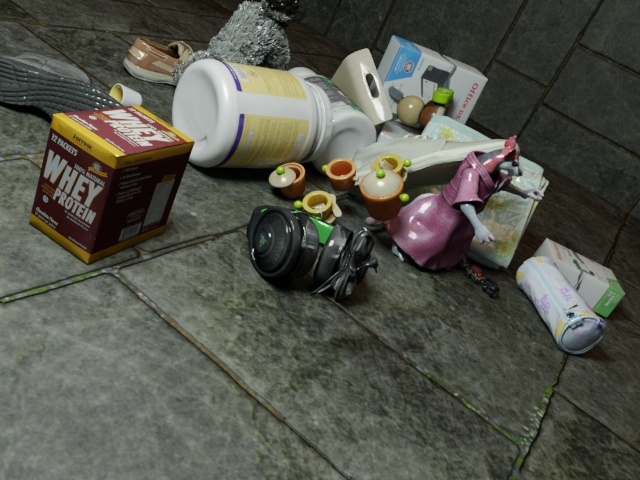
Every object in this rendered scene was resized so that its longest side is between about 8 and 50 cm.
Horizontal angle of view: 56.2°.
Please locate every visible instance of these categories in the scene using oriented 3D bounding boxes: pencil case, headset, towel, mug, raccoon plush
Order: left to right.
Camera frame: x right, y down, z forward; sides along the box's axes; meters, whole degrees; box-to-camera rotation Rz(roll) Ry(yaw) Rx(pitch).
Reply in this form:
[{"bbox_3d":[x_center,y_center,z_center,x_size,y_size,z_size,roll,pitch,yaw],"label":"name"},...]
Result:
[{"bbox_3d":[-0.477,-0.350,1.471,0.064,0.062,0.078,6,39,-51],"label":"mug"},{"bbox_3d":[-0.248,-0.562,1.649,0.216,0.447,0.299,41,54,17],"label":"raccoon plush"},{"bbox_3d":[0.000,0.000,1.120,0.243,0.185,0.394,17,16,-19],"label":"headset"},{"bbox_3d":[0.402,-0.135,1.634,0.374,0.321,0.090,29,-18,5],"label":"towel"},{"bbox_3d":[0.573,0.150,1.453,0.124,0.113,0.273,36,20,-23],"label":"pencil case"}]

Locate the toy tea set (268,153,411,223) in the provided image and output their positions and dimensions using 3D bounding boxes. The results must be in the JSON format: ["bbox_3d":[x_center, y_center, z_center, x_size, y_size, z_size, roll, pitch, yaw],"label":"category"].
[{"bbox_3d":[0.045,-0.139,1.368,0.335,0.124,0.200,-6,49,6],"label":"toy tea set"}]

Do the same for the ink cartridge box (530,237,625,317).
[{"bbox_3d":[0.723,0.102,1.704,0.219,0.093,0.160,27,25,-1],"label":"ink cartridge box"}]

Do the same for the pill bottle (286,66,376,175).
[{"bbox_3d":[-0.004,-0.359,1.755,0.204,0.204,0.361,7,33,-35],"label":"pill bottle"}]

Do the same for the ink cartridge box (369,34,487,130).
[{"bbox_3d":[0.328,-0.471,1.879,0.307,0.223,0.129,15,28,-18],"label":"ink cartridge box"}]

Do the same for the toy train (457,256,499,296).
[{"bbox_3d":[0.384,0.081,1.494,0.027,0.036,0.158,-2,38,-45],"label":"toy train"}]

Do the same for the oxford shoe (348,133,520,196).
[{"bbox_3d":[0.264,-0.209,1.502,0.449,0.130,0.169,-7,-19,29],"label":"oxford shoe"}]

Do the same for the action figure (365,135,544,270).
[{"bbox_3d":[0.329,-0.102,1.393,0.275,0.370,0.248,43,35,19],"label":"action figure"}]

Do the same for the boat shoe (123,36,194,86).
[{"bbox_3d":[-0.416,-0.524,1.778,0.324,0.117,0.123,-4,40,-47],"label":"boat shoe"}]

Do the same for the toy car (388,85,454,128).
[{"bbox_3d":[0.283,-0.389,1.794,0.188,0.155,0.149,18,25,12],"label":"toy car"}]

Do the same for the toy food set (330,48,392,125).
[{"bbox_3d":[0.118,-0.416,1.830,0.092,0.306,0.220,-18,85,-16],"label":"toy food set"}]

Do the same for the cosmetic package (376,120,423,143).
[{"bbox_3d":[0.282,-0.287,1.939,0.230,0.162,0.453,26,26,-1],"label":"cosmetic package"}]

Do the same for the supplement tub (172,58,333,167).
[{"bbox_3d":[-0.157,-0.293,1.435,0.331,0.241,0.241,-5,39,-43],"label":"supplement tub"}]

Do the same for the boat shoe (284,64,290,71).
[{"bbox_3d":[-0.159,-0.537,2.025,0.355,0.130,0.132,20,27,-12],"label":"boat shoe"}]

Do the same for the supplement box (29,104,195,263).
[{"bbox_3d":[-0.337,-0.099,0.978,0.129,0.194,0.191,32,26,13],"label":"supplement box"}]

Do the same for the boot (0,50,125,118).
[{"bbox_3d":[-0.544,-0.330,1.319,0.338,0.118,0.223,27,20,-10],"label":"boot"}]
